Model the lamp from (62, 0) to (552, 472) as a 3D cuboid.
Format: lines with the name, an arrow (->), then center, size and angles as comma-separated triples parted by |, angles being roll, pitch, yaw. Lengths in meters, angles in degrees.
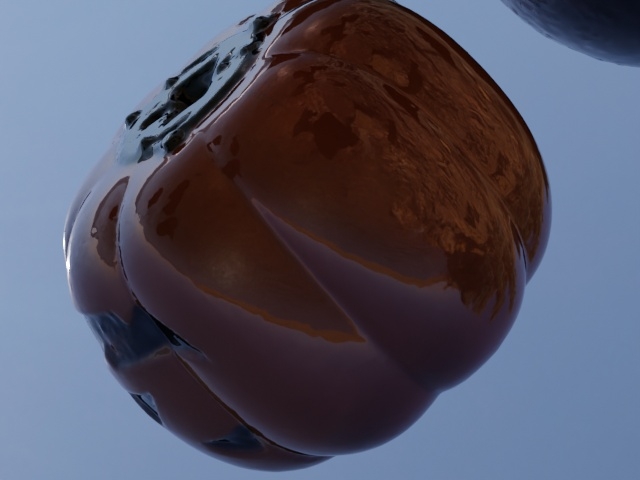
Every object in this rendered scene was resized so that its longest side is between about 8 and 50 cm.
lamp -> 0.000, 0.000, 0.671 | 0.164, 0.187, 0.188 | 45, -152, -19

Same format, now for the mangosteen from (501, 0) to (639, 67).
mangosteen -> 0.226, -0.226, 1.062 | 0.297, 0.293, 0.297 | -25, -165, 7
